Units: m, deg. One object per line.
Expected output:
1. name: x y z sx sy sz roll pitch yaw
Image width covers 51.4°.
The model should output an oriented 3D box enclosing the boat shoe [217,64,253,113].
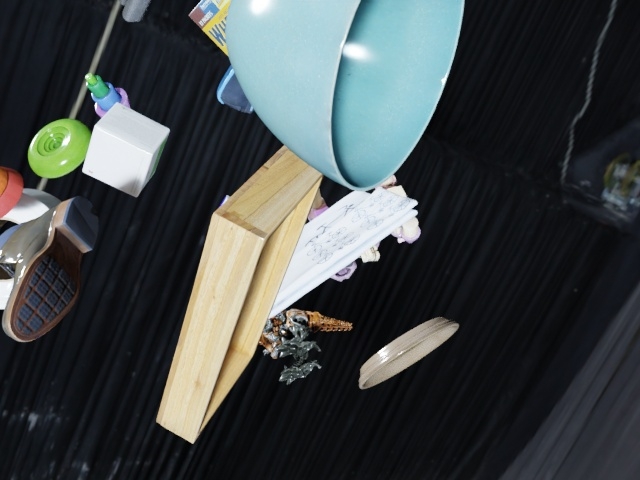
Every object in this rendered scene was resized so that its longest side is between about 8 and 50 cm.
1. boat shoe: -0.089 -0.344 1.198 0.089 0.258 0.109 30 35 -20

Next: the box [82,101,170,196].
1. box: -0.319 -0.149 1.092 0.102 0.101 0.087 27 38 -8

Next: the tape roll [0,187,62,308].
1. tape roll: -0.647 0.011 1.409 0.246 0.246 0.169 22 1 -9

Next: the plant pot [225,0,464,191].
1. plant pot: 0.010 -0.224 0.748 0.196 0.290 0.290 24 13 24

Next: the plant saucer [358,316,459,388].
1. plant saucer: 0.202 0.262 1.573 0.278 0.278 0.041 0 52 -58

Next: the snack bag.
1. snack bag: 0.000 0.000 1.263 0.037 0.323 0.342 55 -4 -16

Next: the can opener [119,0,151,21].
1. can opener: -0.332 -0.534 1.341 0.095 0.075 0.283 -14 -4 -29

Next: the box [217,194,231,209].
1. box: -0.217 -0.042 1.820 0.126 0.072 0.137 25 26 -23

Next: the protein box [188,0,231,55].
1. protein box: -0.161 -0.546 1.590 0.201 0.136 0.199 44 51 -18

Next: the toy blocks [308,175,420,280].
1. toy blocks: 0.124 -0.018 1.874 0.289 0.260 0.308 -18 56 -4

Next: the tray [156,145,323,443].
1. tray: -0.119 0.083 0.938 0.076 0.410 0.203 27 38 7

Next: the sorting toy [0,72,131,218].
1. sorting toy: -0.514 -0.181 1.179 0.127 0.366 0.126 53 -3 33

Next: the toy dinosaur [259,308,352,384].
1. toy dinosaur: -0.080 0.262 1.902 0.218 0.322 0.164 -103 166 -50

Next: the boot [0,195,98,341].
1. boot: -0.354 0.041 0.810 0.219 0.106 0.082 -82 152 -47
